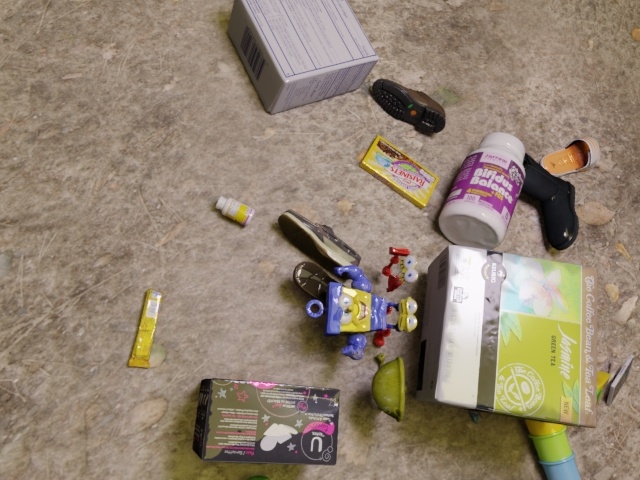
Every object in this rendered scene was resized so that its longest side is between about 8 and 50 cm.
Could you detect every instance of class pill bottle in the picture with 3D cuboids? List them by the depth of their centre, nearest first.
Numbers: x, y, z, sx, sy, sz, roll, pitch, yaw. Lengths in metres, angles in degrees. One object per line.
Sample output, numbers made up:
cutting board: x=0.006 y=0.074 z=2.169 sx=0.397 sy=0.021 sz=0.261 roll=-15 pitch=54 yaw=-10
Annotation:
pill bottle: x=-0.194 y=-0.069 z=1.175 sx=0.083 sy=0.043 sz=0.044 roll=27 pitch=64 yaw=-10
pill bottle: x=0.437 y=-0.137 z=1.368 sx=0.169 sy=0.169 sz=0.302 roll=32 pitch=64 yaw=-7

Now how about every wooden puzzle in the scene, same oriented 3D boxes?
wooden puzzle: x=0.395 y=0.383 z=1.255 sx=0.116 sy=0.014 sz=0.079 roll=-27 pitch=78 yaw=-27

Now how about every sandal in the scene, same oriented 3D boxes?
sandal: x=0.011 y=0.130 z=1.167 sx=0.219 sy=0.060 sz=0.090 roll=41 pitch=59 yaw=-24
sandal: x=0.793 y=-0.260 z=1.597 sx=0.265 sy=0.076 sz=0.102 roll=-22 pitch=81 yaw=-26

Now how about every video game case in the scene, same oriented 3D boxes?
video game case: x=0.795 y=0.371 z=1.377 sx=0.011 sy=0.087 sz=0.122 roll=25 pitch=53 yaw=40

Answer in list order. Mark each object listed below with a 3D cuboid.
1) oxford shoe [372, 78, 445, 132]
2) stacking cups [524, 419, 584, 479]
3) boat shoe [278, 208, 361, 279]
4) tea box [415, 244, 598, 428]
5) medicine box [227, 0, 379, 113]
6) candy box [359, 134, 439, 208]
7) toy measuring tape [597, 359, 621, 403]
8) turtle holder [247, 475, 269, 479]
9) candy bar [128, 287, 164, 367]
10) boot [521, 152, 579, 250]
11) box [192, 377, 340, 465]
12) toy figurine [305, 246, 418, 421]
oxford shoe: x=0.246 y=-0.384 z=1.444 sx=0.227 sy=0.083 sz=0.096 roll=30 pitch=45 yaw=-9
stacking cups: x=0.574 y=0.539 z=1.227 sx=0.095 sy=0.096 sz=0.317 roll=-16 pitch=80 yaw=-25
boat shoe: x=0.001 y=0.000 z=1.209 sx=0.223 sy=0.080 sz=0.073 roll=40 pitch=57 yaw=-9
tea box: x=0.399 y=0.213 z=1.143 sx=0.323 sy=0.220 sz=0.330 roll=9 pitch=74 yaw=1
medicine box: x=-0.045 y=-0.501 z=1.325 sx=0.289 sy=0.149 sz=0.264 roll=-23 pitch=81 yaw=-26
candy box: x=0.211 y=-0.182 z=1.377 sx=0.205 sy=0.027 sz=0.105 roll=34 pitch=67 yaw=-7
toy measuring tape: x=0.665 y=0.346 z=1.316 sx=0.330 sy=0.121 sz=0.122 roll=-9 pitch=74 yaw=-48
turtle holder: x=-0.100 y=0.561 z=0.881 sx=0.320 sy=0.243 sz=0.228 roll=12 pitch=85 yaw=-26
candy bar: x=-0.348 y=0.174 z=1.045 sx=0.040 sy=0.018 sz=0.162 roll=14 pitch=67 yaw=-19
boot: x=0.619 y=-0.113 z=1.466 sx=0.207 sy=0.094 sz=0.247 roll=26 pitch=58 yaw=-14
box: x=-0.107 y=0.347 z=0.994 sx=0.247 sy=0.163 sz=0.142 roll=10 pitch=72 yaw=-17
toy figurine: x=0.068 y=0.185 z=1.108 sx=0.217 sy=0.191 sz=0.363 roll=8 pitch=75 yaw=-13
